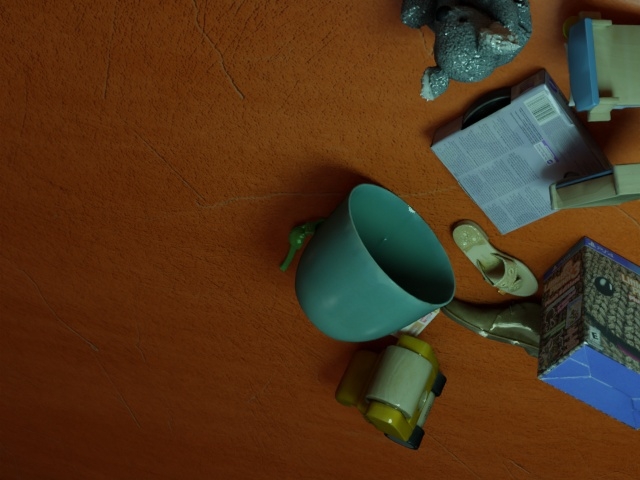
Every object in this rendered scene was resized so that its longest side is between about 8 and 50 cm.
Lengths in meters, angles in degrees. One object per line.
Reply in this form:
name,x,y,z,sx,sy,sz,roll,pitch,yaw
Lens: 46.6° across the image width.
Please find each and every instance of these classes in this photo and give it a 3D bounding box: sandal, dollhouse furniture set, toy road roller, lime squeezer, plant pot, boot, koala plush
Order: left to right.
lime squeezer,0.000,0.000,1.668,0.310,0.059,0.110,-21,120,32
plant pot,0.087,0.070,1.512,0.293,0.293,0.235,39,121,-16
toy road roller,0.148,0.351,1.795,0.240,0.203,0.329,18,158,23
koala plush,0.242,-0.325,1.185,0.196,0.221,0.203,-27,118,34
sandal,0.364,0.062,1.572,0.240,0.079,0.088,43,128,-14
boot,0.424,0.174,1.672,0.305,0.112,0.115,19,103,8
dollhouse furniture set,0.526,-0.220,1.249,0.286,0.303,0.198,-5,177,-14

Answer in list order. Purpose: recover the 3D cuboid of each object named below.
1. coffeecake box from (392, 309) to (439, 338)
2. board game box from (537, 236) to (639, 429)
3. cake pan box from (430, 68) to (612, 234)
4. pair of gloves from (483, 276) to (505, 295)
coffeecake box,0.166,0.142,1.727,0.185,0.068,0.142,28,133,-6
board game box,0.572,0.179,1.469,0.232,0.291,0.141,28,135,-7
cake pan box,0.376,-0.158,1.394,0.245,0.070,0.267,-30,116,34
pair of gloves,0.405,0.086,1.637,0.083,0.010,0.074,38,131,-17
